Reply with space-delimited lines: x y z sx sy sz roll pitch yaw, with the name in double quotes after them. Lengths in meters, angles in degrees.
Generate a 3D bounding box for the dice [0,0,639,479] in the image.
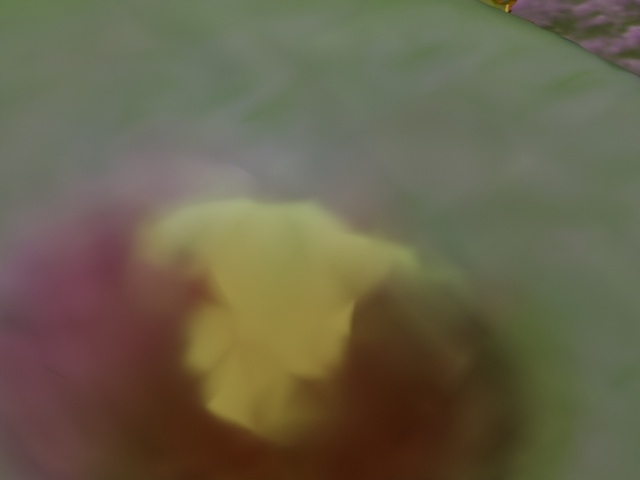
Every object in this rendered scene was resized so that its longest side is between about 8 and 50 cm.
-0.025 0.114 0.408 0.268 0.262 0.265 -29 55 -33 "dice"

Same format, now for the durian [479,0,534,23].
0.000 0.000 0.643 0.208 0.102 0.146 -29 49 -6 "durian"
